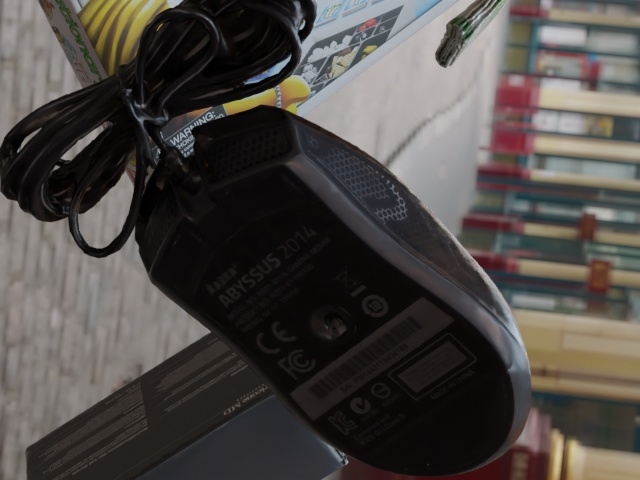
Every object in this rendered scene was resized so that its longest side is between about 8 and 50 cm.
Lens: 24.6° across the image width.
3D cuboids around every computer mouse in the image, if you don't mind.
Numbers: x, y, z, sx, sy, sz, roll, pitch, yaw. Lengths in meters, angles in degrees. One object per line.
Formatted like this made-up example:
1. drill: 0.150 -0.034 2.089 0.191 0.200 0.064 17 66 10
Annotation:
1. computer mouse: 0.000 0.000 0.699 0.272 0.188 0.072 47 29 -17

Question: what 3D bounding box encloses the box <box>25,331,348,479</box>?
1. box: -0.125 0.190 1.293 0.103 0.261 0.184 58 1 -19

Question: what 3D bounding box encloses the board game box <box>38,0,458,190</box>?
1. board game box: -0.018 -0.182 0.874 0.305 0.053 0.193 -39 129 -19

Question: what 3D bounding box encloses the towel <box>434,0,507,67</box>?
1. towel: 0.156 -0.217 1.247 0.152 0.023 0.113 -48 179 -7
